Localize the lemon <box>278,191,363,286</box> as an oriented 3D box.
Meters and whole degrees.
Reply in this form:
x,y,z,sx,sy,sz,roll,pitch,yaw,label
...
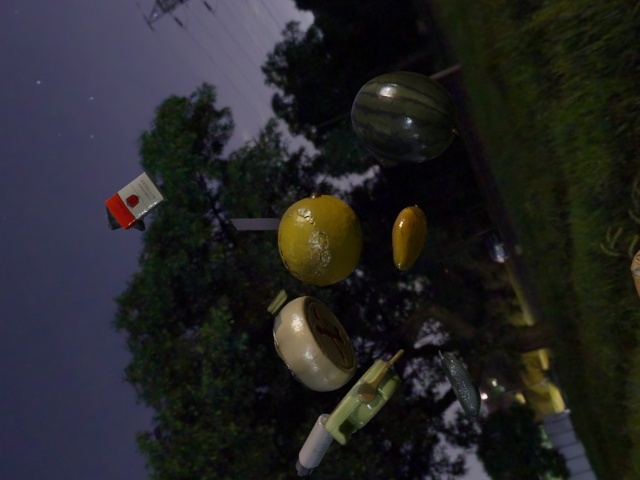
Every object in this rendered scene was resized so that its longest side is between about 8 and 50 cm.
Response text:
x,y,z,sx,sy,sz,roll,pitch,yaw,label
0.000,0.001,1.910,0.297,0.297,0.297,61,-167,-25,lemon

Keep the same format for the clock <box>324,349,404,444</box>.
x,y,z,sx,sy,sz,roll,pitch,yaw,label
0.150,0.461,1.772,0.096,0.308,0.235,41,-159,11,clock

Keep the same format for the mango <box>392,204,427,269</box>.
x,y,z,sx,sy,sz,roll,pitch,yaw,label
0.376,-0.015,2.493,0.176,0.119,0.316,37,-120,-48,mango

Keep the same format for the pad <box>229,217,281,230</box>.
x,y,z,sx,sy,sz,roll,pitch,yaw,label
-0.249,-0.066,2.397,0.330,0.220,0.004,-144,54,-73,pad

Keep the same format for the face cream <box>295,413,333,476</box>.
x,y,z,sx,sy,sz,roll,pitch,yaw,label
-0.024,0.824,2.311,0.092,0.311,0.092,21,-156,-10,face cream

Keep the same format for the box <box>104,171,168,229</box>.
x,y,z,sx,sy,sz,roll,pitch,yaw,label
-0.540,-0.115,1.718,0.100,0.152,0.048,54,-174,4,box

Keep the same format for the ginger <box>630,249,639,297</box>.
x,y,z,sx,sy,sz,roll,pitch,yaw,label
0.806,0.097,1.434,0.096,0.067,0.165,-3,-94,-41,ginger

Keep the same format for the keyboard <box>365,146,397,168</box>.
x,y,z,sx,sy,sz,roll,pitch,yaw,label
0.238,-0.330,2.296,0.195,0.060,0.018,-121,27,-52,keyboard

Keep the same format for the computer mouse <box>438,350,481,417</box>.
x,y,z,sx,sy,sz,roll,pitch,yaw,label
0.436,0.430,1.794,0.113,0.068,0.229,134,111,-85,computer mouse

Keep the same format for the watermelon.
x,y,z,sx,sy,sz,roll,pitch,yaw,label
0.271,-0.379,1.824,0.279,0.359,0.278,-47,-33,-45,watermelon

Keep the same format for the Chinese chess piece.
x,y,z,sx,sy,sz,roll,pitch,yaw,label
-0.016,0.355,2.015,0.338,0.140,0.338,47,-161,-22,Chinese chess piece

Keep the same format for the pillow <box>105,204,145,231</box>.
x,y,z,sx,sy,sz,roll,pitch,yaw,label
-0.614,-0.076,1.845,0.055,0.136,0.091,-76,-15,-45,pillow

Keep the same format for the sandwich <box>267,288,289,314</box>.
x,y,z,sx,sy,sz,roll,pitch,yaw,label
-0.103,0.156,1.525,0.031,0.083,0.044,47,-149,9,sandwich
